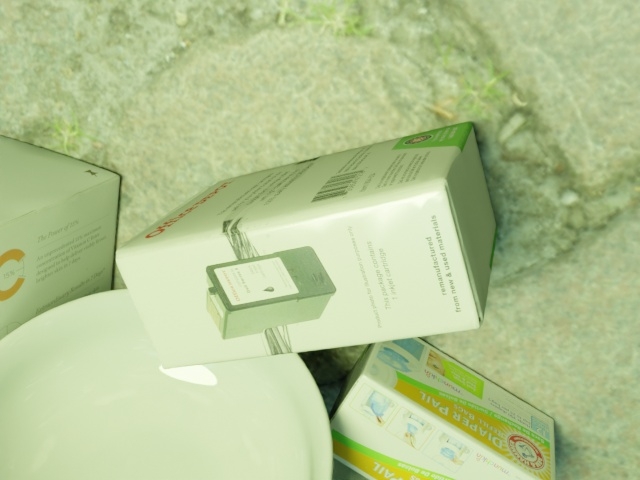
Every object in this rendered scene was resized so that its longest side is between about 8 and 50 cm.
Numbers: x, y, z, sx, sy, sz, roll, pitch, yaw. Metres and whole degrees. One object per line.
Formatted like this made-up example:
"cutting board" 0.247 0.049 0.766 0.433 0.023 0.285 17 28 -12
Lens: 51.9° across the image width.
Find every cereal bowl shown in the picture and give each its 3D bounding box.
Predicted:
"cereal bowl" -0.160 0.212 0.594 0.339 0.339 0.141 20 137 10

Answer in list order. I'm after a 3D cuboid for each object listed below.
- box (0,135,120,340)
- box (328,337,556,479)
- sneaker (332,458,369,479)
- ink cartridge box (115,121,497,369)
"box" -0.360 0.089 0.712 0.168 0.215 0.345 19 114 13
"box" 0.117 0.191 0.651 0.203 0.114 0.103 31 117 4
"sneaker" 0.099 0.296 0.725 0.212 0.080 0.094 16 126 10
"ink cartridge box" 0.000 0.000 0.567 0.273 0.198 0.114 -11 108 22
